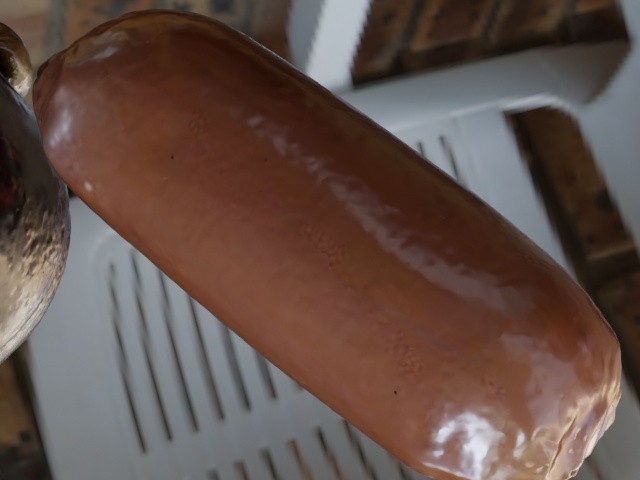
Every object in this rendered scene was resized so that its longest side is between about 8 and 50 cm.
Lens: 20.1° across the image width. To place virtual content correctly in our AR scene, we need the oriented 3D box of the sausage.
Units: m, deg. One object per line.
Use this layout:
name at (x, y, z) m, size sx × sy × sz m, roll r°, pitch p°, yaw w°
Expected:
sausage at (0.000, 0.000, 0.515) m, size 0.194 × 0.077 × 0.077 m, roll 38°, pitch 151°, yaw 14°

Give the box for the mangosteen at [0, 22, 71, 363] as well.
mangosteen at (-0.145, -0.020, 0.575) m, size 0.152 × 0.152 × 0.152 m, roll 165°, pitch 90°, yaw -73°
